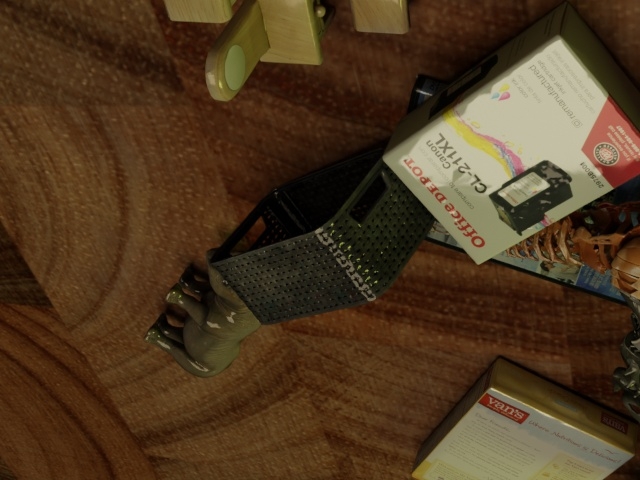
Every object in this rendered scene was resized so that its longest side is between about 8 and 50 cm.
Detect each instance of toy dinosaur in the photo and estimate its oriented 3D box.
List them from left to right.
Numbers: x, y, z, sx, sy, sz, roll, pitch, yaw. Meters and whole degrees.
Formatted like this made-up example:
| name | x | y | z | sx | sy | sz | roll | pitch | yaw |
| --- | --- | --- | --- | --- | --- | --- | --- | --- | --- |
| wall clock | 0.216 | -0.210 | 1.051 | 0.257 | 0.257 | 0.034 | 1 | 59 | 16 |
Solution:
| name | x | y | z | sx | sy | sz | roll | pitch | yaw |
| --- | --- | --- | --- | --- | --- | --- | --- | --- | --- |
| toy dinosaur | 0.297 | 0.033 | 0.789 | 0.322 | 0.164 | 0.218 | 45 | 161 | 54 |

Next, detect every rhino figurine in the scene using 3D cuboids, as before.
| name | x | y | z | sx | sy | sz | roll | pitch | yaw |
| --- | --- | --- | --- | --- | --- | --- | --- | --- | --- |
| rhino figurine | -0.119 | 0.077 | 1.123 | 0.106 | 0.073 | 0.243 | 32 | 138 | -3 |

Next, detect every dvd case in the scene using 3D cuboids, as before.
| name | x | y | z | sx | sy | sz | roll | pitch | yaw |
| --- | --- | --- | --- | --- | --- | --- | --- | --- | --- |
| dvd case | 0.188 | -0.037 | 0.882 | 0.253 | 0.022 | 0.180 | 18 | 141 | 8 |

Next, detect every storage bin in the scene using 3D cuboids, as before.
| name | x | y | z | sx | sy | sz | roll | pitch | yaw |
| --- | --- | --- | --- | --- | --- | --- | --- | --- | --- |
| storage bin | 0.000 | 0.000 | 0.918 | 0.180 | 0.122 | 0.084 | -18 | 117 | 48 |

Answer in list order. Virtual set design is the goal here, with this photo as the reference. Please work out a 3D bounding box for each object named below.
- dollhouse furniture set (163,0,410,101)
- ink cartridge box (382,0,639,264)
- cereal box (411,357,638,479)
| name | x | y | z | sx | sy | sz | roll | pitch | yaw |
| --- | --- | --- | --- | --- | --- | --- | --- | --- | --- |
| dollhouse furniture set | 0.083 | -0.212 | 0.628 | 0.356 | 0.173 | 0.303 | 8 | 138 | 20 |
| ink cartridge box | 0.157 | -0.078 | 0.781 | 0.175 | 0.072 | 0.127 | -34 | 107 | 34 |
| cereal box | 0.227 | 0.242 | 1.146 | 0.173 | 0.047 | 0.240 | 26 | 140 | -1 |
